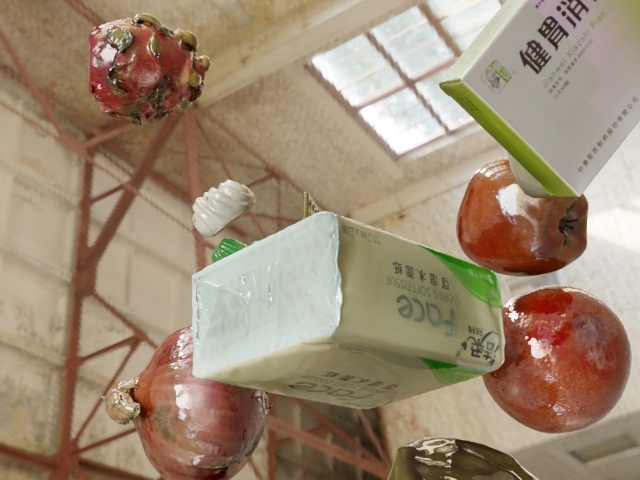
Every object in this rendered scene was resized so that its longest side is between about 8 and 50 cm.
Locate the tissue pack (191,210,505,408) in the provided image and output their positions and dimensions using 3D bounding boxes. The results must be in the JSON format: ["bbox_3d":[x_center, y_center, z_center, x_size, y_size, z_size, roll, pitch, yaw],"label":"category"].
[{"bbox_3d":[0.047,0.131,1.541,0.405,0.332,0.205,19,-121,-42],"label":"tissue pack"}]

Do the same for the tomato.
[{"bbox_3d":[0.417,0.204,1.711,0.265,0.265,0.265,50,-153,-36],"label":"tomato"}]

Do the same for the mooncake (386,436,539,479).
[{"bbox_3d":[0.230,0.427,1.502,0.284,0.284,0.155,-39,-31,-68],"label":"mooncake"}]

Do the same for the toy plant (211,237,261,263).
[{"bbox_3d":[-0.161,0.074,2.441,0.088,0.240,0.154,-121,44,-78],"label":"toy plant"}]

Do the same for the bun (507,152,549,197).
[{"bbox_3d":[0.334,-0.142,1.335,0.173,0.113,0.166,-54,-48,-40],"label":"bun"}]

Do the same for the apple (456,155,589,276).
[{"bbox_3d":[0.363,-0.045,1.726,0.234,0.234,0.234,50,-153,-36],"label":"apple"}]

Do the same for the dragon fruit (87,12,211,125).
[{"bbox_3d":[-0.410,-0.415,2.313,0.269,0.291,0.250,124,149,-68],"label":"dragon fruit"}]

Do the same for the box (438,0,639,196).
[{"bbox_3d":[0.268,-0.197,0.981,0.175,0.260,0.062,41,173,-15],"label":"box"}]

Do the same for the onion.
[{"bbox_3d":[-0.243,0.355,2.004,0.353,0.353,0.353,50,-153,-36],"label":"onion"}]

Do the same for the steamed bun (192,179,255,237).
[{"bbox_3d":[-0.252,-0.088,2.449,0.106,0.183,0.183,51,-157,-3],"label":"steamed bun"}]

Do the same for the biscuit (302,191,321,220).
[{"bbox_3d":[0.000,0.000,2.064,0.231,0.016,0.139,55,-147,-59],"label":"biscuit"}]
